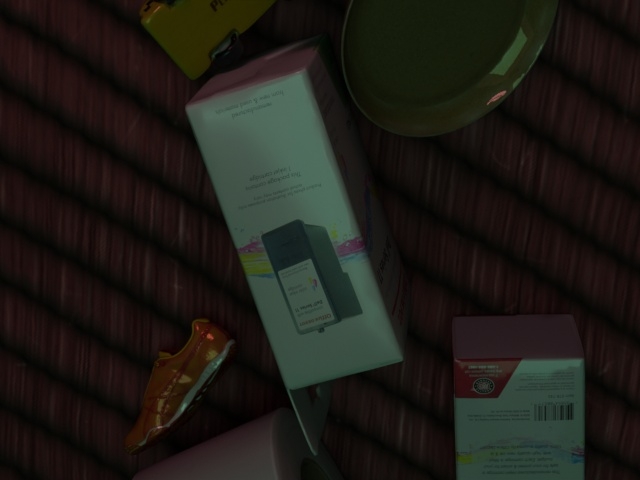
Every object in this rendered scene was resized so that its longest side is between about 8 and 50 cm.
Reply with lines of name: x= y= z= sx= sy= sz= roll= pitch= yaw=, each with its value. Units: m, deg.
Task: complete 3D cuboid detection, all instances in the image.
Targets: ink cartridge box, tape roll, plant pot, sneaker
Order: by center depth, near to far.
plant pot: x=0.116 y=-0.208 z=1.239 sx=0.236 sy=0.032 sz=0.236 roll=-17 pitch=129 yaw=-22
ink cartridge box: x=0.000 y=0.000 z=1.276 sx=0.119 sy=0.207 sz=0.353 roll=-16 pitch=106 yaw=11
ink cartridge box: x=0.197 y=0.177 z=1.355 sx=0.128 sy=0.127 sz=0.176 roll=-1 pitch=106 yaw=5
tape roll: x=-0.063 y=0.312 z=1.358 sx=0.169 sy=0.246 sz=0.246 roll=-26 pitch=103 yaw=12
sneaker: x=-0.156 y=0.155 z=1.423 sx=0.067 sy=0.064 sz=0.175 roll=41 pitch=102 yaw=13

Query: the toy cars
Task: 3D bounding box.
toy cars: x=-0.075 y=-0.346 z=1.238 sx=0.176 sy=0.087 sz=0.393 roll=0 pitch=109 yaw=-32
